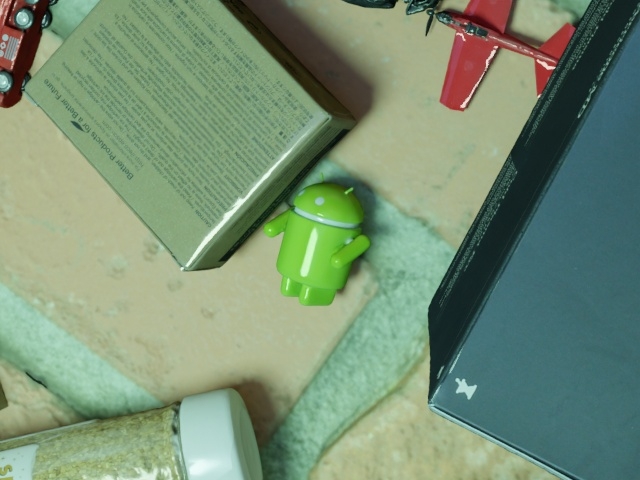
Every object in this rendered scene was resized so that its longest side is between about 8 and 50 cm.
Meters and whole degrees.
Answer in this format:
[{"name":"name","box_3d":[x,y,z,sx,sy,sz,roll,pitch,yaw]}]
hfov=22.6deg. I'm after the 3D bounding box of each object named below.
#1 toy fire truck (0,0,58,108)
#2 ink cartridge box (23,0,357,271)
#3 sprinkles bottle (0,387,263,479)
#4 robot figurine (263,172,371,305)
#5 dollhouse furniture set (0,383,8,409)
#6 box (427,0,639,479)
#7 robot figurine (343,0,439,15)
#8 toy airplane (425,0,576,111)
[{"name":"toy fire truck","box_3d":[-0.318,-0.234,1.504,0.135,0.047,0.192,23,101,11]},{"name":"ink cartridge box","box_3d":[-0.117,-0.120,1.435,0.193,0.088,0.235,-46,77,14]},{"name":"sprinkles bottle","box_3d":[-0.235,0.230,1.471,0.355,0.121,0.121,-13,93,6]},{"name":"robot figurine","box_3d":[0.000,0.000,1.442,0.101,0.067,0.115,26,105,42]},{"name":"dollhouse furniture set","box_3d":[-0.397,0.159,1.525,0.151,0.123,0.144,-19,91,15]},{"name":"box","box_3d":[0.235,-0.016,1.247,0.179,0.312,0.343,27,102,-1]},{"name":"robot figurine","box_3d":[0.104,-0.304,1.340,0.291,0.085,0.211,-13,125,26]},{"name":"toy airplane","box_3d":[0.161,-0.173,1.406,0.151,0.028,0.151,2,97,14]}]
